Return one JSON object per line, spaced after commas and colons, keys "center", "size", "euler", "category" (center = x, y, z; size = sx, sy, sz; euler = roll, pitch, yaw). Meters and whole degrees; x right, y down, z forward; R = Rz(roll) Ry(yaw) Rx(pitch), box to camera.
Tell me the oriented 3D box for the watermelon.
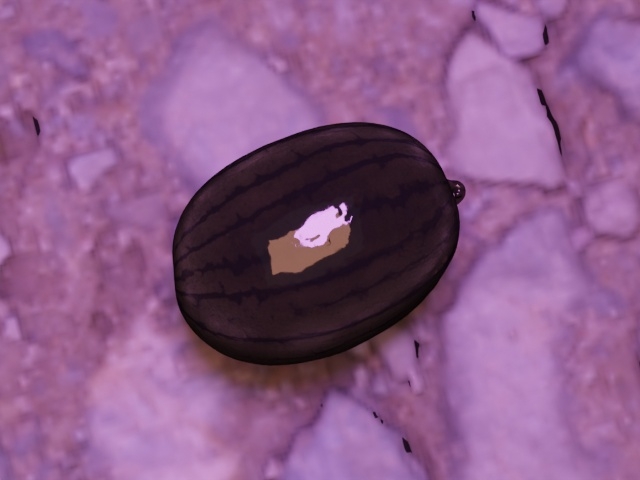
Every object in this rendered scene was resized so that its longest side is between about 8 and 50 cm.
{"center": [0.000, 0.000, 0.603], "size": [0.110, 0.078, 0.078], "euler": [-26, 82, -2], "category": "watermelon"}
